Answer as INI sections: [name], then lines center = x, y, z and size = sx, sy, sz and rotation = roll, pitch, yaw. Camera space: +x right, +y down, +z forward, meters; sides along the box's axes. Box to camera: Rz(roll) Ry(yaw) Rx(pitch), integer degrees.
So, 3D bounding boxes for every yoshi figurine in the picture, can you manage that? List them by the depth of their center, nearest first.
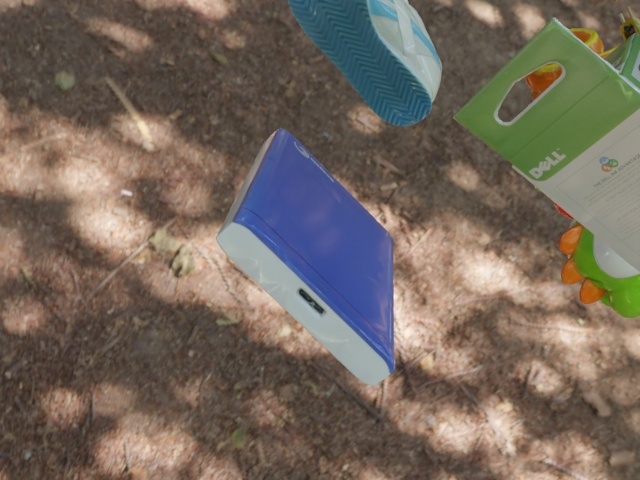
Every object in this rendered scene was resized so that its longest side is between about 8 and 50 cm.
[yoshi figurine]
center = 0.380, -0.080, 1.012
size = 0.203, 0.203, 0.362
rotation = -63, 140, -51

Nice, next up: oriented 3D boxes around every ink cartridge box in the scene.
[ink cartridge box]
center = 0.211, -0.067, 0.584
size = 0.209, 0.109, 0.062
rotation = 38, 49, -8

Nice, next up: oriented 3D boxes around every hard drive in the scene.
[hard drive]
center = 0.000, 0.000, 0.913
size = 0.210, 0.040, 0.319
rotation = 44, 19, -13

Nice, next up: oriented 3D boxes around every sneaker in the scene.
[sneaker]
center = 0.044, -0.228, 0.846
size = 0.229, 0.087, 0.092
rotation = 54, 38, -24

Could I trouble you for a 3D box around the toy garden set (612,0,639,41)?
[toy garden set]
center = 0.601, -0.479, 1.567
size = 0.049, 0.204, 0.244
rotation = -21, 82, -19
